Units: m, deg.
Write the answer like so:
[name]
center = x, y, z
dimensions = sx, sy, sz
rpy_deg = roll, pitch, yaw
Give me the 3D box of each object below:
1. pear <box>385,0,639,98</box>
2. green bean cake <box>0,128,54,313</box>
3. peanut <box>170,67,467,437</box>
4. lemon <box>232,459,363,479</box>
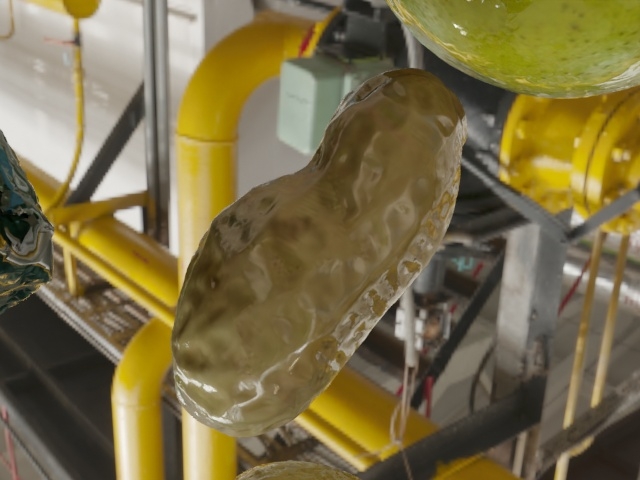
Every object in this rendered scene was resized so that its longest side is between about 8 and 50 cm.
[pear]
center = 0.129, -0.212, 0.472
dimensions = 0.295, 0.294, 0.294
rpy_deg = 2, -157, -1
[green bean cake]
center = -0.327, 0.012, 0.425
dimensions = 0.308, 0.169, 0.300
rpy_deg = -33, 170, 9
[peanut]
center = 0.000, 0.000, 0.376
dimensions = 0.080, 0.080, 0.174
rpy_deg = 27, -105, 44
[lemon]
center = -0.005, 0.377, 1.026
dimensions = 0.320, 0.245, 0.245
rpy_deg = 22, -156, -1
